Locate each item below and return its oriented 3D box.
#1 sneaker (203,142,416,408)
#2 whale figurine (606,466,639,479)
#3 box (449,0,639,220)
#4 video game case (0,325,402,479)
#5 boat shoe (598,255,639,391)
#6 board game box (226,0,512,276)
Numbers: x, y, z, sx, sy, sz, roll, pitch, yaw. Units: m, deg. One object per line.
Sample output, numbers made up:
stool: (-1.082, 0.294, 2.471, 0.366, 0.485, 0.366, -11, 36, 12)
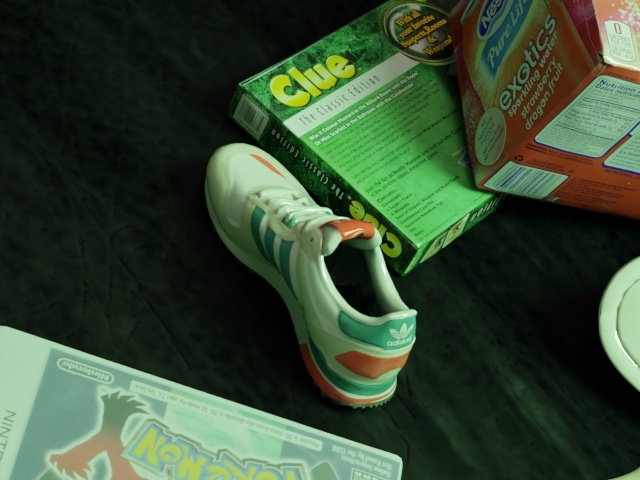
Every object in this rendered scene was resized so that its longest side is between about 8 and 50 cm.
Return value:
sneaker: (0.000, 0.000, 0.957, 0.057, 0.075, 0.161, -13, 58, -32)
whale figurine: (0.196, 0.204, 0.854, 0.216, 0.141, 0.272, -12, 33, -32)
box: (0.214, -0.088, 1.066, 0.256, 0.128, 0.123, 10, 57, -26)
video game case: (-0.070, 0.139, 0.842, 0.201, 0.023, 0.183, 19, 46, -8)
boat shoe: (0.292, 0.061, 1.047, 0.319, 0.116, 0.099, 7, 5, -10)
board game box: (0.080, -0.086, 1.103, 0.136, 0.030, 0.259, 45, 48, 13)
